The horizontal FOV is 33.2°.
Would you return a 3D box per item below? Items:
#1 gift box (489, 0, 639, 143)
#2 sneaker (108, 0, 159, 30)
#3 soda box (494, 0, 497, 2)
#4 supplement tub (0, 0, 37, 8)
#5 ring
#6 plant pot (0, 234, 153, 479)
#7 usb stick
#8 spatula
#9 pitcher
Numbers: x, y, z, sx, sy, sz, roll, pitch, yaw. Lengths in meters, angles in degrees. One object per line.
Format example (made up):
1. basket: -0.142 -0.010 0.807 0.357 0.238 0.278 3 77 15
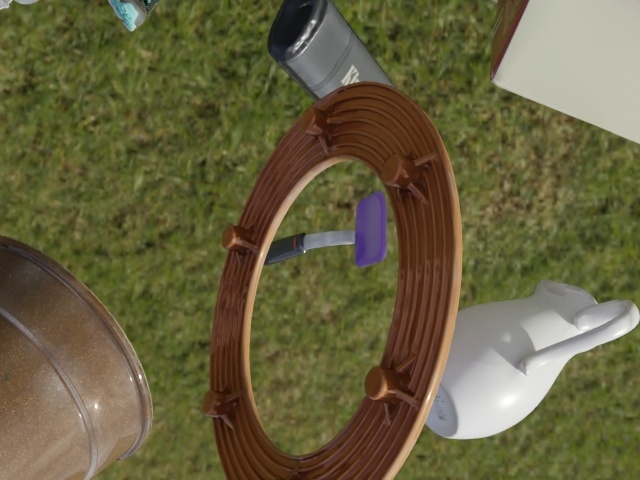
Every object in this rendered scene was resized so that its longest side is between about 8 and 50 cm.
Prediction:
1. gift box: 0.275 -0.192 0.681 0.258 0.276 0.255 23 122 1
2. sneaker: -0.200 -0.293 1.219 0.076 0.166 0.065 -28 118 10
3. soda box: 0.249 -0.421 1.651 0.074 0.216 0.069 23 104 -49
4. supplement tub: -0.354 -0.390 1.361 0.199 0.144 0.144 -27 139 -4
5. ring: -0.012 0.045 0.781 0.032 0.337 0.336 15 143 -29
6. plant pot: -0.209 0.109 0.601 0.167 0.165 0.167 20 131 25
7. usb stick: 0.021 -0.158 1.029 0.045 0.077 0.278 25 177 22
8. spatula: 0.000 0.000 1.309 0.030 0.084 0.296 9 168 -34
9. pitcher: 0.201 0.112 1.073 0.125 0.207 0.177 65 154 -3
